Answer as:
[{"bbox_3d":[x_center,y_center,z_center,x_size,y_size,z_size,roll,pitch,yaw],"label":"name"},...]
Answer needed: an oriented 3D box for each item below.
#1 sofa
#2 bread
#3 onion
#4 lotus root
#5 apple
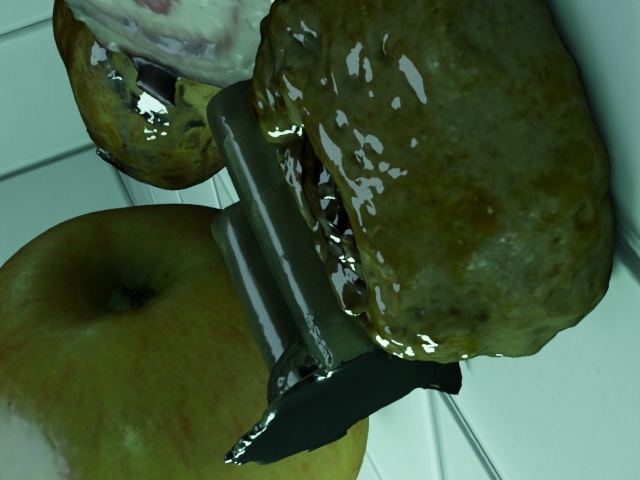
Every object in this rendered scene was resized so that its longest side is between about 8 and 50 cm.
[{"bbox_3d":[-0.009,0.015,0.960,0.258,0.182,0.200,101,148,-72],"label":"sofa"},{"bbox_3d":[0.045,-0.043,0.728,0.230,0.123,0.230,159,90,-78],"label":"bread"},{"bbox_3d":[-0.075,-0.220,0.958,0.280,0.146,0.314,15,150,28],"label":"onion"},{"bbox_3d":[-0.125,-0.141,1.297,0.291,0.193,0.193,95,153,-69],"label":"lotus root"},{"bbox_3d":[-0.158,0.149,1.415,0.333,0.400,0.400,61,179,-41],"label":"apple"}]
